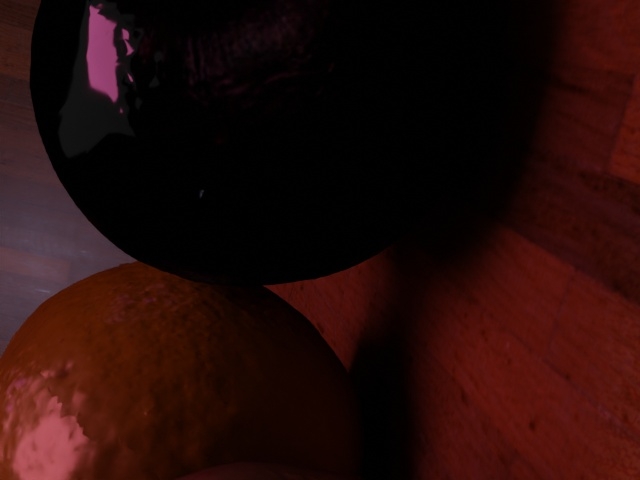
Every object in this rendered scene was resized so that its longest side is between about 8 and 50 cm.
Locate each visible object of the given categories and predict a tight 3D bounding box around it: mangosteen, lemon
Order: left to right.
[{"bbox_3d":[-0.121,0.194,0.948,0.364,0.364,0.364,-167,90,-76],"label":"lemon"},{"bbox_3d":[-0.034,-0.124,0.927,0.435,0.382,0.382,63,-151,-59],"label":"mangosteen"}]

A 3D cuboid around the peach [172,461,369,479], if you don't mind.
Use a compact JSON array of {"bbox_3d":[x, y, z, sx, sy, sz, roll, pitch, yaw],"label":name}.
[{"bbox_3d":[-0.023,0.260,0.620,0.292,0.292,0.247,-101,19,-60],"label":"peach"}]
